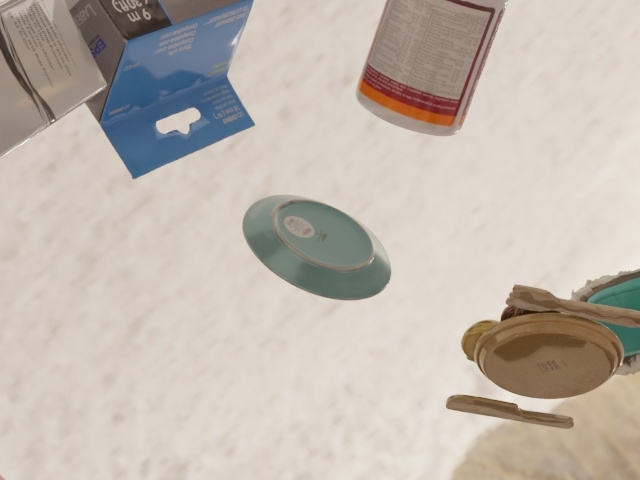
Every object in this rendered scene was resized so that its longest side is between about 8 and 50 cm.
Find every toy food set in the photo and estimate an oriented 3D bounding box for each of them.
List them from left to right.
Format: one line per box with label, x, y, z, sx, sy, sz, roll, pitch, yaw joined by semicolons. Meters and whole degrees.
toy food set;0.184;0.087;1.422;0.132;0.039;0.192;12;143;-9

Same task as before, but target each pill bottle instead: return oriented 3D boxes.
pill bottle;0.124;-0.229;1.778;0.121;0.121;0.221;-11;125;-57

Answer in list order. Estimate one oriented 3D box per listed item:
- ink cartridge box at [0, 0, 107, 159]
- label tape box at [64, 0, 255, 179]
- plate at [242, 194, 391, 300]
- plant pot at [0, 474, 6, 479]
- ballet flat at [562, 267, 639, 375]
ink cartridge box;-0.380;-0.118;1.648;0.223;0.129;0.307;-22;-167;27
label tape box;-0.196;-0.259;1.869;0.106;0.334;0.240;-37;176;37
plate;0.000;0.000;2.006;0.188;0.188;0.024;-20;145;-47
plant pot;-0.365;0.342;1.497;0.275;0.275;0.243;-39;-162;-2
ballet flat;0.442;0.068;1.947;0.408;0.147;0.147;-10;154;-16
